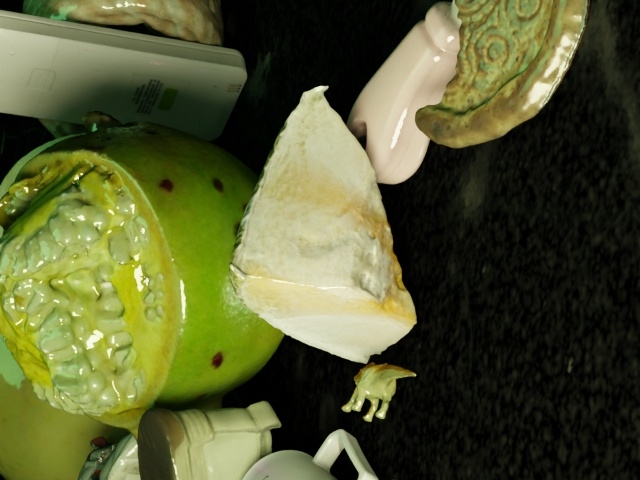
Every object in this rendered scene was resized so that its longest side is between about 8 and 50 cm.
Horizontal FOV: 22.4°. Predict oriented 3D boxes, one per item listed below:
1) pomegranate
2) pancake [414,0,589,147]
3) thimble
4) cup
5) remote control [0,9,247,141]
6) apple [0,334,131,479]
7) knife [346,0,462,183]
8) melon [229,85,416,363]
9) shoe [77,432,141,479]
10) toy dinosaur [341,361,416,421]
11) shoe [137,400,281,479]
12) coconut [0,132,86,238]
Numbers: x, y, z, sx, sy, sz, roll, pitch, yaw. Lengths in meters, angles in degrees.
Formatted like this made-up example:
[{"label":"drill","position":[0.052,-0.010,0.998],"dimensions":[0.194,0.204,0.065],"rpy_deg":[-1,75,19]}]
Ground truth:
[{"label":"pomegranate","position":[-0.134,0.060,1.311],"dimensions":[0.260,0.260,0.340],"rpy_deg":[4,114,68]},{"label":"pancake","position":[0.103,-0.159,1.013],"dimensions":[0.184,0.020,0.190],"rpy_deg":[-41,55,44]},{"label":"thimble","position":[-0.190,-0.198,1.576],"dimensions":[0.229,0.196,0.148],"rpy_deg":[78,-174,-53]},{"label":"cup","position":[0.001,0.185,1.140],"dimensions":[0.104,0.074,0.116],"rpy_deg":[-54,24,-9]},{"label":"remote control","position":[-0.197,-0.148,1.486],"dimensions":[0.103,0.250,0.034],"rpy_deg":[118,149,-41]},{"label":"apple","position":[-0.276,0.111,1.804],"dimensions":[0.320,0.311,0.360],"rpy_deg":[-41,9,-25]},{"label":"knife","position":[0.102,-0.157,1.047],"dimensions":[0.336,0.043,0.081],"rpy_deg":[-58,37,41]},{"label":"melon","position":[-0.005,0.001,1.100],"dimensions":[0.093,0.139,0.202],"rpy_deg":[-2,103,50]},{"label":"shoe","position":[-0.169,0.222,1.481],"dimensions":[0.125,0.099,0.227],"rpy_deg":[-106,28,-42]},{"label":"toy dinosaur","position":[0.039,0.103,1.113],"dimensions":[0.041,0.026,0.113],"rpy_deg":[-67,11,-9]},{"label":"shoe","position":[-0.076,0.238,1.251],"dimensions":[0.103,0.098,0.274],"rpy_deg":[-126,28,-49]},{"label":"coconut","position":[-0.213,0.003,1.544],"dimensions":[0.222,0.202,0.202],"rpy_deg":[56,133,54]}]
